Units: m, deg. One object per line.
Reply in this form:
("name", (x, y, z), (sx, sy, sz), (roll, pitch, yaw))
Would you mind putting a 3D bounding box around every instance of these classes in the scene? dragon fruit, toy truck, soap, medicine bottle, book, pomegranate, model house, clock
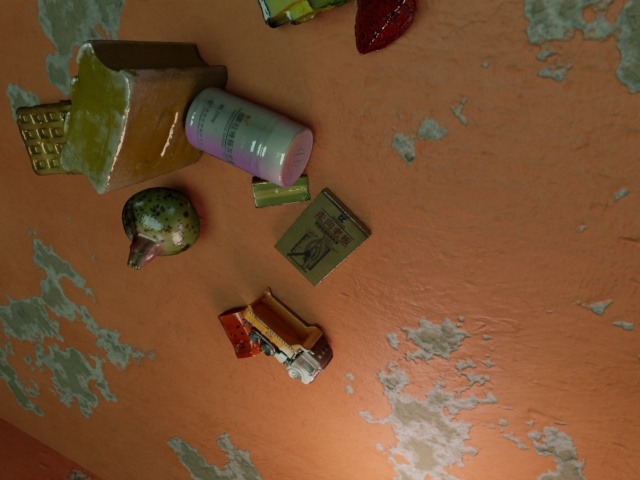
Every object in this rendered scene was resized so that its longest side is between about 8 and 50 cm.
("dragon fruit", (0.123, -0.435, 0.801), (0.106, 0.083, 0.162), (70, 157, 7))
("toy truck", (-0.093, 0.270, 1.220), (0.270, 0.114, 0.135), (40, 129, 7))
("soap", (-0.387, -0.287, 0.979), (0.156, 0.335, 0.293), (38, 120, 5))
("medicine bottle", (-0.160, -0.235, 0.991), (0.254, 0.152, 0.152), (26, 122, 14))
("book", (0.000, 0.000, 1.097), (0.161, 0.026, 0.231), (45, 124, 1))
("pomegranate", (-0.448, -0.022, 1.180), (0.215, 0.247, 0.214), (13, 148, 8))
("model house", (-0.058, -0.525, 0.840), (0.211, 0.170, 0.193), (11, 128, 54))
("clock", (-0.245, 0.284, 1.330), (0.113, 0.061, 0.155), (-18, 102, 32))

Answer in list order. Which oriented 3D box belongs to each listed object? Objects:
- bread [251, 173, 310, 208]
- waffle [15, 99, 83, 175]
("bread", (-0.100, -0.132, 1.093), (0.139, 0.084, 0.073), (-10, 110, -3))
("waffle", (-0.735, -0.299, 1.282), (0.328, 0.098, 0.224), (3, 115, 23))
